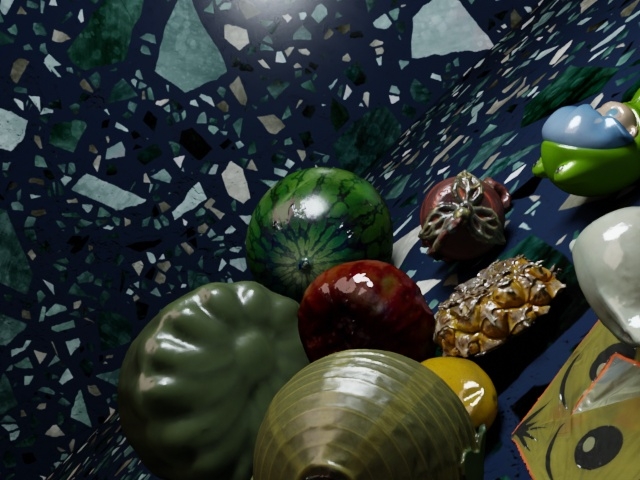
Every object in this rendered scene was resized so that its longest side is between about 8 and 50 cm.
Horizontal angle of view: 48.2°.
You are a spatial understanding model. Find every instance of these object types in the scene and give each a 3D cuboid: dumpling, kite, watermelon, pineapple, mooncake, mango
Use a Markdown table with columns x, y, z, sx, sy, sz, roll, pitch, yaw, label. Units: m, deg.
| x | y | z | sx | sy | sz | roll | pitch | yaw | label |
| --- | --- | --- | --- | --- | --- | --- | --- | --- | --- |
| 0.315 | 0.026 | 0.655 | 0.151 | 0.124 | 0.229 | -16 | 28 | 13 | dumpling |
| 0.286 | 0.158 | 0.689 | 0.327 | 0.013 | 0.377 | -42 | 18 | 55 | kite |
| 0.000 | 0.000 | 1.610 | 0.363 | 0.363 | 0.363 | -43 | 11 | 10 | watermelon |
| 0.239 | 0.086 | 1.008 | 0.225 | 0.076 | 0.225 | -35 | 5 | 4 | pineapple |
| -0.150 | 0.244 | 1.198 | 0.356 | 0.356 | 0.194 | -51 | 15 | -28 | mooncake |
| 0.168 | 0.196 | 0.924 | 0.098 | 0.075 | 0.190 | -53 | 14 | -10 | mango |

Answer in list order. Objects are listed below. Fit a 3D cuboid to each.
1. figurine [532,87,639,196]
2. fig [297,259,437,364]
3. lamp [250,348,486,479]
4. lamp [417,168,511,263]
| x | y | z | sx | sy | sz | roll | pitch | yaw | label |
| --- | --- | --- | --- | --- | --- | --- | --- | --- | --- |
| 0.451 | -0.159 | 1.073 | 0.263 | 0.143 | 0.162 | -28 | 19 | 0 | figurine |
| 0.073 | 0.147 | 1.114 | 0.224 | 0.224 | 0.263 | -49 | -10 | -20 | fig |
| 0.041 | 0.235 | 0.728 | 0.250 | 0.250 | 0.284 | -42 | -18 | 13 | lamp |
| 0.260 | -0.051 | 1.307 | 0.215 | 0.151 | 0.223 | -42 | 8 | -5 | lamp |
